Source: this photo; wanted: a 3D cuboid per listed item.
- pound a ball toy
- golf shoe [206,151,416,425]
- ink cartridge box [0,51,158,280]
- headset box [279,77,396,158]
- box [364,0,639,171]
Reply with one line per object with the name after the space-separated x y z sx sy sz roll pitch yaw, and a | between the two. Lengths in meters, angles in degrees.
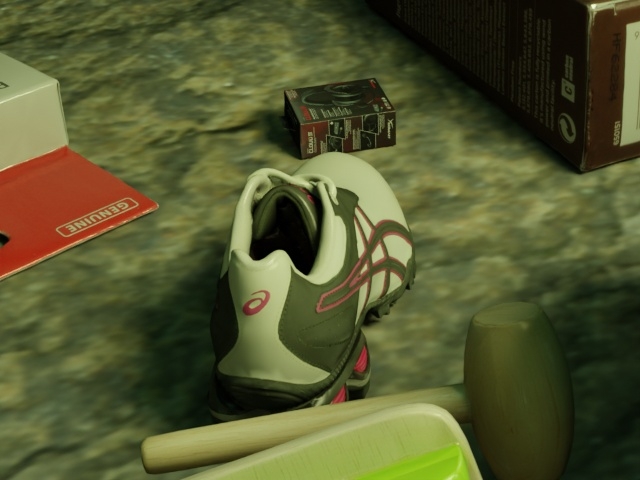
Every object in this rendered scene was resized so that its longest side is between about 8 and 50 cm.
-0.033 0.157 0.507 0.319 0.135 0.208 -20 13 5 | pound a ball toy
0.000 0.000 0.806 0.105 0.120 0.273 0 31 9 | golf shoe
-0.309 -0.041 0.948 0.296 0.066 0.261 -27 38 -32 | ink cartridge box
0.010 -0.095 1.033 0.083 0.032 0.062 -8 33 -10 | headset box
0.197 -0.214 1.111 0.191 0.143 0.381 -16 33 -18 | box
